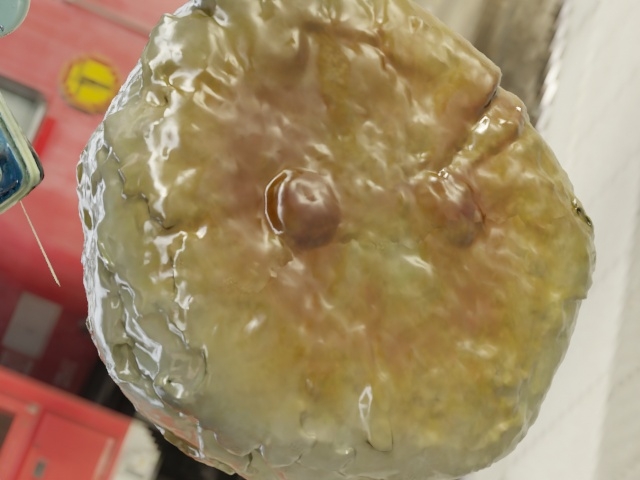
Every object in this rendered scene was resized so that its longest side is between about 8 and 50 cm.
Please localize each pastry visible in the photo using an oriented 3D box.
[{"bbox_3d":[0.000,0.000,0.941,0.136,0.330,0.329,-35,32,57],"label":"pastry"}]

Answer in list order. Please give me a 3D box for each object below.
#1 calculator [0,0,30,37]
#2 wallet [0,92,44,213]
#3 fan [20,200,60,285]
[{"bbox_3d":[-0.283,-0.233,1.324,0.095,0.153,0.021,-24,6,30],"label":"calculator"},{"bbox_3d":[-0.216,-0.081,0.711,0.141,0.202,0.059,-30,-9,18],"label":"wallet"},{"bbox_3d":[-0.336,-0.137,1.632,0.012,0.414,0.233,-26,-12,-5],"label":"fan"}]
